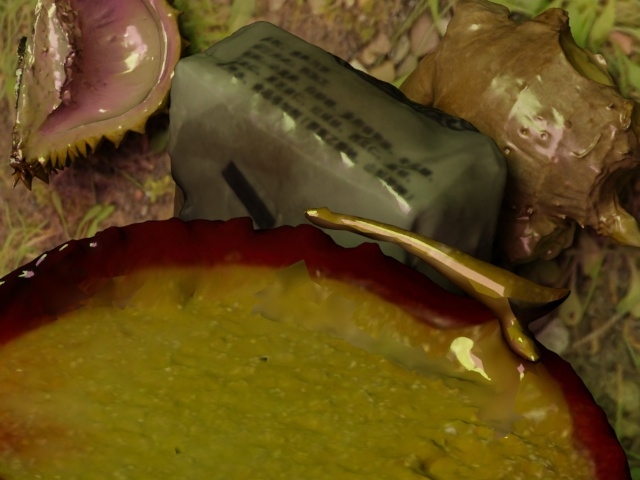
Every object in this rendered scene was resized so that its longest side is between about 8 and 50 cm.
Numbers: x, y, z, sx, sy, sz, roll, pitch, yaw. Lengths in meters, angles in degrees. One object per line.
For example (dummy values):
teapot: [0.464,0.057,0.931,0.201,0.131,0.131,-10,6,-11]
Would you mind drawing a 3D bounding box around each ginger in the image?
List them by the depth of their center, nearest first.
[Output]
ginger: [0.145,-0.071,1.190,0.216,0.102,0.157,48,113,25]

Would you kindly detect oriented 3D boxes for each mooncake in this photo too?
mooncake: [0.004,-0.002,1.207,0.254,0.136,0.250,33,135,28]

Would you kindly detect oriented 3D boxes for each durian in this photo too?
durian: [-0.194,-0.147,1.373,0.165,0.132,0.182,-26,74,31]

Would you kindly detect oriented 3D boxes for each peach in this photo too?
peach: [-0.029,0.169,1.004,0.406,0.310,0.335,11,48,6]
